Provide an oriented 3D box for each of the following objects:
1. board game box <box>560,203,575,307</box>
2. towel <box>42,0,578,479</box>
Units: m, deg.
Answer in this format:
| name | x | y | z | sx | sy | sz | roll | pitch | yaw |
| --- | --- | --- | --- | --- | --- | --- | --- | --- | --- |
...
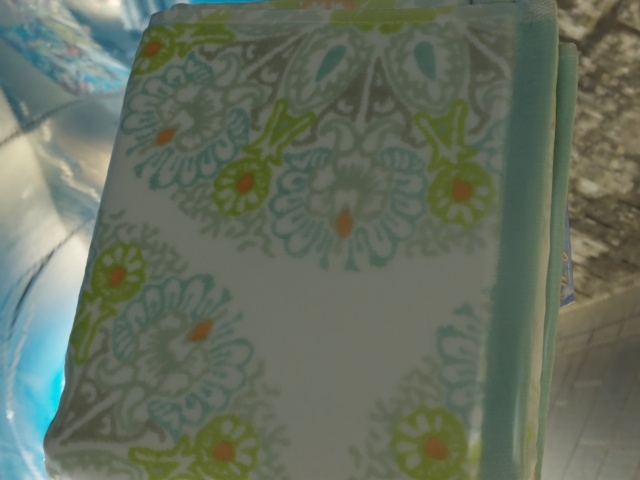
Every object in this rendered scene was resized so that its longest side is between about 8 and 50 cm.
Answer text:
| name | x | y | z | sx | sy | sz | roll | pitch | yaw |
| --- | --- | --- | --- | --- | --- | --- | --- | --- | --- |
| board game box | 0.208 | -0.065 | 1.086 | 0.165 | 0.042 | 0.243 | -128 | 26 | -65 |
| towel | 0.000 | 0.000 | 0.687 | 0.090 | 0.320 | 0.374 | 48 | -133 | -61 |
